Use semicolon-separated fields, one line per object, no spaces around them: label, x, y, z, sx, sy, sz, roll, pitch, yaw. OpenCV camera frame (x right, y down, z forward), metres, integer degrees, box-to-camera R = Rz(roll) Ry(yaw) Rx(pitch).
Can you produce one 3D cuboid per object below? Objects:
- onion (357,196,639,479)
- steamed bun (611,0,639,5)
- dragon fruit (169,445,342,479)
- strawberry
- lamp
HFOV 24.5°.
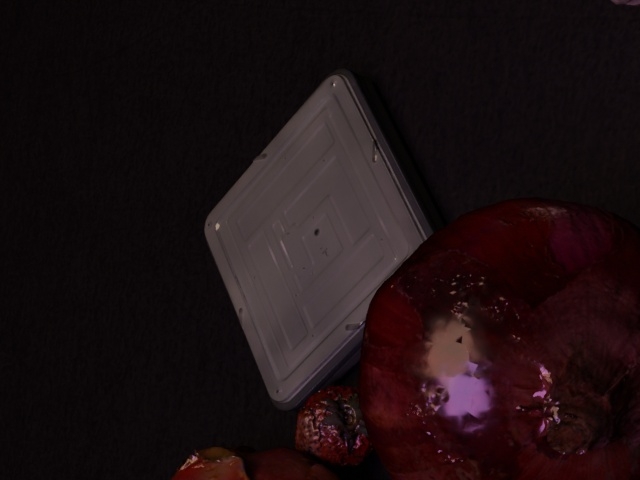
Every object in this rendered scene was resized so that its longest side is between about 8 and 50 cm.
onion;0.163;0.100;1.137;0.276;0.276;0.276;-14;70;45
steamed bun;0.281;-0.299;1.107;0.289;0.203;0.276;58;139;48
dragon fruit;-0.105;0.342;1.341;0.314;0.263;0.296;5;99;51
strawberry;0.011;0.183;1.428;0.096;0.083;0.083;-25;62;56
lamp;0.000;0.000;1.506;0.269;0.047;0.266;-47;51;30
